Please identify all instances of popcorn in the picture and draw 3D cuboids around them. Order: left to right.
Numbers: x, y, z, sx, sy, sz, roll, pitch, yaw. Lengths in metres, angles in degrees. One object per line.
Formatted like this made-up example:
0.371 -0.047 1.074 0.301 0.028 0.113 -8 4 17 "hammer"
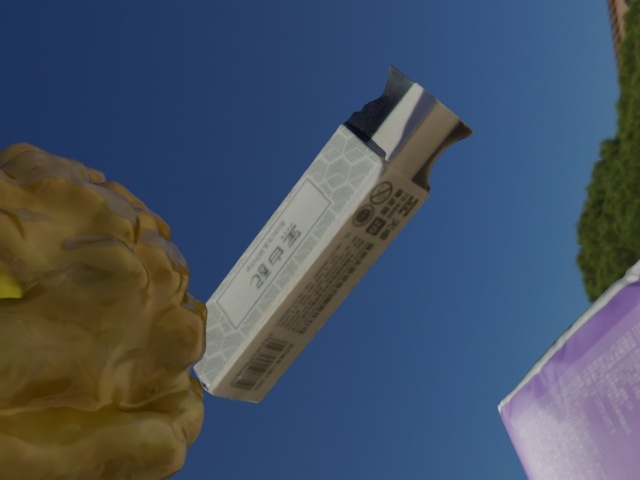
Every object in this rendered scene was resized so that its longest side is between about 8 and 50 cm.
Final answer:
-0.249 0.108 0.602 0.381 0.349 0.348 -99 10 -69 "popcorn"

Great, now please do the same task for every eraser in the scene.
0.000 0.000 0.963 0.404 0.096 0.098 -52 -40 10 "eraser"

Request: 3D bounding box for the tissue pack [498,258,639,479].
0.285 0.188 0.561 0.160 0.338 0.242 -1 -37 -27 "tissue pack"
